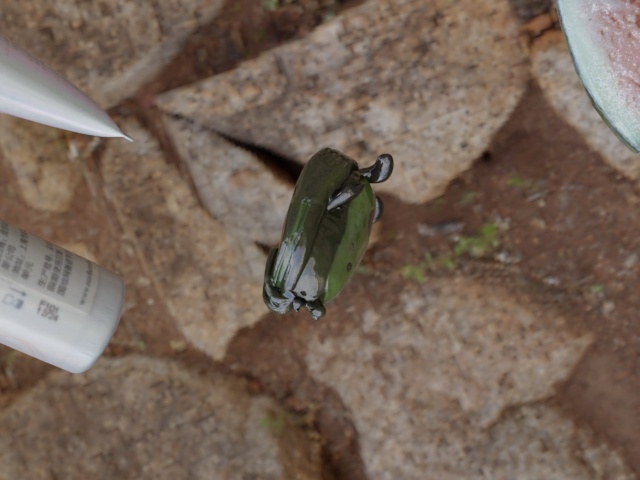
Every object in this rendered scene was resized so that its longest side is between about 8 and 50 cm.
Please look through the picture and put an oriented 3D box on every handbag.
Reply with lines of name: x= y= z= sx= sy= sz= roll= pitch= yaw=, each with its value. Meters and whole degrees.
handbag: x=0.000 y=0.000 z=0.710 sx=0.047 sy=0.111 sz=0.072 roll=19 pitch=137 yaw=7

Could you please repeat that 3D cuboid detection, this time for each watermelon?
watermelon: x=0.389 y=-0.258 z=1.573 sx=0.201 sy=0.213 sz=0.261 roll=-25 pitch=94 yaw=23

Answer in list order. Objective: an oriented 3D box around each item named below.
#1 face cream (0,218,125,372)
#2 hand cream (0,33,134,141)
face cream: x=-0.267 y=0.007 z=0.917 sx=0.082 sy=0.269 sz=0.082 roll=-46 pitch=29 yaw=35
hand cream: x=-0.416 y=-0.212 z=1.695 sx=0.185 sy=0.359 sz=0.118 roll=28 pitch=93 yaw=56
